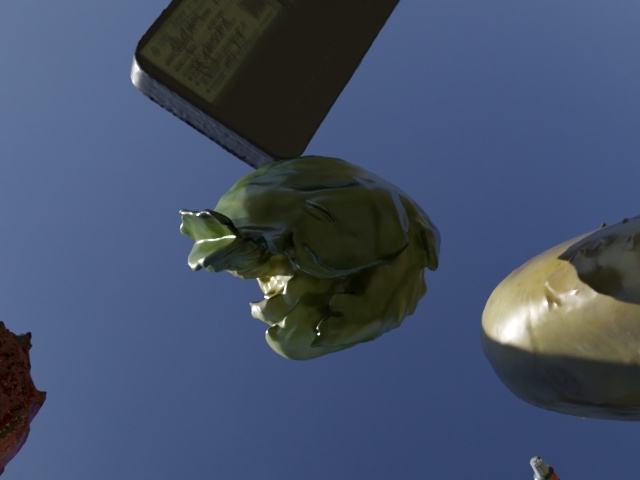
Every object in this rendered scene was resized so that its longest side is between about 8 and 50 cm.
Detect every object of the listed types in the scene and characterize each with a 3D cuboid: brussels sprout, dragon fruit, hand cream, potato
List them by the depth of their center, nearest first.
[{"bbox_3d":[0.001,-0.003,0.449,0.181,0.101,0.139,-24,-136,-39],"label":"brussels sprout"},{"bbox_3d":[0.238,0.046,0.457,0.191,0.296,0.141,14,-105,-28],"label":"potato"},{"bbox_3d":[-0.406,0.194,0.744,0.261,0.189,0.163,-31,-81,-51],"label":"dragon fruit"},{"bbox_3d":[0.439,0.479,1.316,0.052,0.038,0.216,-36,-74,-4],"label":"hand cream"}]

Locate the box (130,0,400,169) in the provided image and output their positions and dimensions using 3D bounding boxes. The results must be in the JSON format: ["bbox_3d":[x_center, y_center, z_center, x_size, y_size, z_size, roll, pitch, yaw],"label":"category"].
[{"bbox_3d":[-0.041,-0.260,0.828,0.211,0.058,0.350,34,-112,-5],"label":"box"}]
